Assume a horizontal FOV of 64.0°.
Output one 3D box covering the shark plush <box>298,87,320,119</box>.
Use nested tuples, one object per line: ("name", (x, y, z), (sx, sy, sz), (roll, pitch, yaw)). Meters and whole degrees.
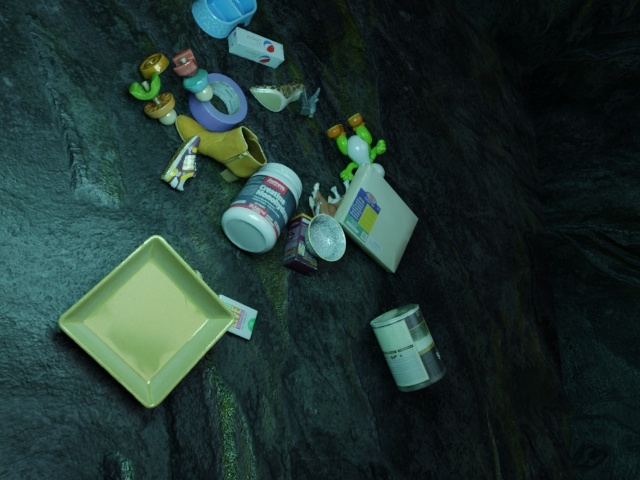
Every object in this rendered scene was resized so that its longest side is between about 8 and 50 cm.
("shark plush", (-0.022, -0.568, 2.118), (0.073, 0.067, 0.161), (47, 49, -17))

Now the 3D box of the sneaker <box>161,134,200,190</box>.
("sneaker", (-0.422, -0.245, 1.620), (0.084, 0.069, 0.186), (39, 74, -29))

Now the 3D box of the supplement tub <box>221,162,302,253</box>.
("supplement tub", (-0.188, -0.110, 1.703), (0.191, 0.191, 0.272), (44, 50, -20))

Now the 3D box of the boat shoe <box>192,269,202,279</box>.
("boat shoe", (-0.364, 0.184, 1.527), (0.072, 0.068, 0.190), (9, 78, -53))

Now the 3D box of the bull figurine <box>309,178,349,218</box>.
("bull figurine", (0.079, -0.135, 2.017), (0.310, 0.101, 0.189), (-11, 74, -50))

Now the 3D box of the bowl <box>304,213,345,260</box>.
("bowl", (0.000, 0.000, 1.791), (0.170, 0.080, 0.170), (18, 62, -38))

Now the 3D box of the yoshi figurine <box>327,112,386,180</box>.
("yoshi figurine", (0.172, -0.329, 2.129), (0.203, 0.203, 0.363), (-31, 98, -28))

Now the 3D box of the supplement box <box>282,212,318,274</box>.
("supplement box", (-0.062, 0.013, 1.844), (0.104, 0.080, 0.188), (27, 57, -33))

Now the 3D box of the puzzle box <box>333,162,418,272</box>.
("puzzle box", (0.230, -0.083, 2.048), (0.409, 0.052, 0.272), (41, 69, -39))

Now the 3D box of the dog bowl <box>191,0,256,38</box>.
("dog bowl", (-0.353, -0.884, 1.943), (0.166, 0.074, 0.297), (52, 47, -13))

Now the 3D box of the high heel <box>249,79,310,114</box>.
("high heel", (-0.166, -0.592, 2.009), (0.261, 0.093, 0.186), (11, 48, -30))

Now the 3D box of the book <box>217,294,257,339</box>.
("book", (-0.273, 0.242, 1.603), (0.144, 0.035, 0.096), (30, 60, -32))

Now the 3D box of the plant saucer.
("plant saucer", (-0.454, 0.213, 1.375), (0.333, 0.081, 0.333), (50, 63, -15))

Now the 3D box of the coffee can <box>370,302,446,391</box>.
("coffee can", (0.334, 0.406, 1.960), (0.201, 0.201, 0.276), (-22, 89, -44))

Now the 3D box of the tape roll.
("tape roll", (-0.354, -0.475, 1.777), (0.188, 0.080, 0.189), (16, 63, -36))

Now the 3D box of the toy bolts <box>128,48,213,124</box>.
("toy bolts", (-0.457, -0.494, 1.631), (0.159, 0.228, 0.218), (58, 16, -45))

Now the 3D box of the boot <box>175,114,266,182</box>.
("boot", (-0.316, -0.329, 1.661), (0.295, 0.211, 0.104), (48, 48, -17))

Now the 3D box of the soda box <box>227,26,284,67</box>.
("soda box", (-0.248, -0.744, 1.986), (0.216, 0.069, 0.074), (5, 71, -40))
